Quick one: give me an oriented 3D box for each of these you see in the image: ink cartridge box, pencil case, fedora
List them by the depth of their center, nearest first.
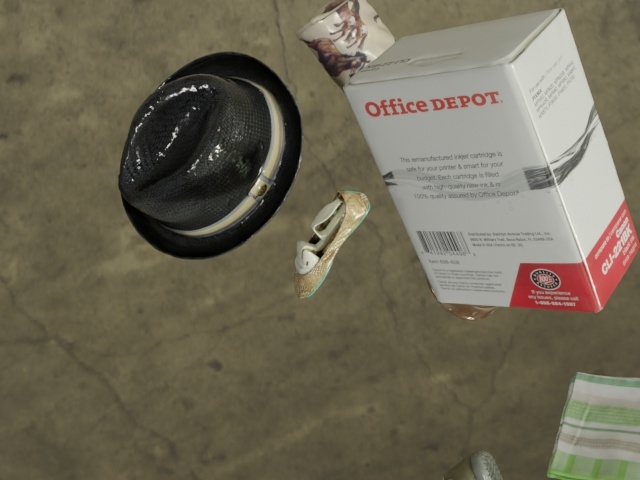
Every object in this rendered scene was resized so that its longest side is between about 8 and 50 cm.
[{"bbox_3d":[0.171,-0.072,0.938,0.197,0.114,0.273,1,127,44],"label":"ink cartridge box"},{"bbox_3d":[-0.195,-0.138,1.419,0.334,0.334,0.152,-32,163,15],"label":"fedora"},{"bbox_3d":[0.137,-0.302,1.877,0.160,0.183,0.410,-34,102,34],"label":"pencil case"}]

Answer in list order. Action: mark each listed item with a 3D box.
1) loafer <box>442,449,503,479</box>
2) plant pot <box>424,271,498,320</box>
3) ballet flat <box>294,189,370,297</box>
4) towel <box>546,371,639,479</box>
[{"bbox_3d":[0.257,0.443,1.440,0.087,0.094,0.251,-21,87,21],"label":"loafer"},{"bbox_3d":[0.287,0.032,1.576,0.167,0.167,0.165,20,152,-22],"label":"plant pot"},{"bbox_3d":[0.000,0.000,1.557,0.067,0.073,0.206,24,102,-37],"label":"ballet flat"},{"bbox_3d":[0.331,0.216,1.098,0.113,0.152,0.023,-1,130,31],"label":"towel"}]
